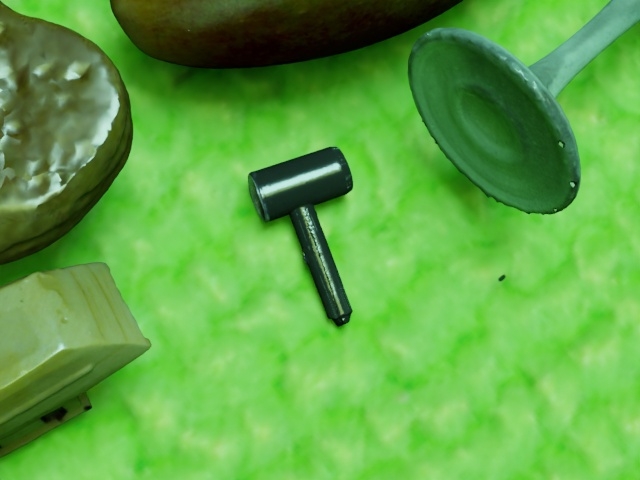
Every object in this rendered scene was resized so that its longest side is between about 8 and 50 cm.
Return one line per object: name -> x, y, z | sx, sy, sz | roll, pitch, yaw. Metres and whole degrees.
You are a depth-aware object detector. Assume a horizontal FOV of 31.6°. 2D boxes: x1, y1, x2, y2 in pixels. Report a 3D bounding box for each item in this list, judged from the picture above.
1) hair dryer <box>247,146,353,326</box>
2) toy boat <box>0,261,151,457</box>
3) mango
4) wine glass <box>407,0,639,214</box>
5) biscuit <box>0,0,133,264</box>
hair dryer -> 0.000, 0.000, 0.540 | 0.047, 0.026, 0.083 | -19, 85, -9
toy boat -> -0.169, 0.074, 0.478 | 0.200, 0.077, 0.057 | -27, 70, -8
mango -> 0.031, -0.154, 0.518 | 0.267, 0.133, 0.111 | -32, 97, -11
wine glass -> 0.221, -0.077, 0.577 | 0.309, 0.096, 0.264 | -40, 117, -20
biscuit -> -0.262, -0.150, 0.489 | 0.283, 0.064, 0.432 | -30, 79, -9
